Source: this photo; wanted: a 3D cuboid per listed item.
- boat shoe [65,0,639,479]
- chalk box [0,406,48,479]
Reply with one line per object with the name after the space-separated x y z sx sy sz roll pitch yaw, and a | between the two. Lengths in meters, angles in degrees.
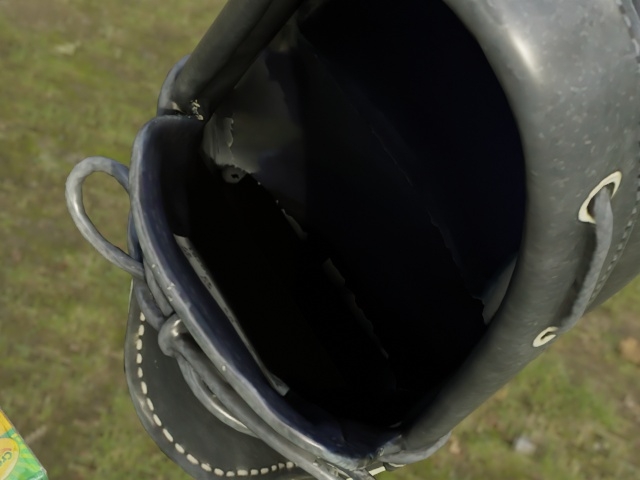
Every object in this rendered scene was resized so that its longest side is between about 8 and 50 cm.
0.000 0.000 0.561 0.156 0.500 0.187 -35 85 -31 | boat shoe
-0.371 0.236 1.452 0.179 0.180 0.289 -33 71 -18 | chalk box
